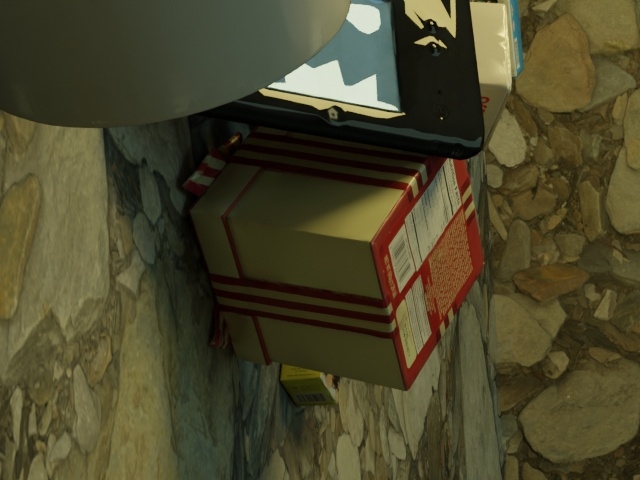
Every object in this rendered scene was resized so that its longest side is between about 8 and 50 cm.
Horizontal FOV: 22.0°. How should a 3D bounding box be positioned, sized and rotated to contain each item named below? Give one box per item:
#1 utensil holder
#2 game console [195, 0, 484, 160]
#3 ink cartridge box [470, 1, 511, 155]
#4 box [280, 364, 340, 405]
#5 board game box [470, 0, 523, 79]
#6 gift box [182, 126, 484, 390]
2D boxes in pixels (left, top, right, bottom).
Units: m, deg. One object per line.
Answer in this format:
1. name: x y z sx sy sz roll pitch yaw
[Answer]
1. utensil holder: -0.153 -0.318 1.163 0.328 0.327 0.385 -73 156 -53
2. game console: -0.007 -0.264 1.693 0.386 0.060 0.342 7 62 -30
3. ink cartridge box: 0.073 -0.195 1.961 0.201 0.278 0.117 104 -12 -69
4. box: -0.006 0.090 2.115 0.087 0.058 0.232 61 29 -58
5. board game box: 0.097 -0.352 2.138 0.086 0.301 0.308 -45 130 -71
6. gift box: 0.000 0.000 1.805 0.276 0.258 0.255 -49 139 -42
